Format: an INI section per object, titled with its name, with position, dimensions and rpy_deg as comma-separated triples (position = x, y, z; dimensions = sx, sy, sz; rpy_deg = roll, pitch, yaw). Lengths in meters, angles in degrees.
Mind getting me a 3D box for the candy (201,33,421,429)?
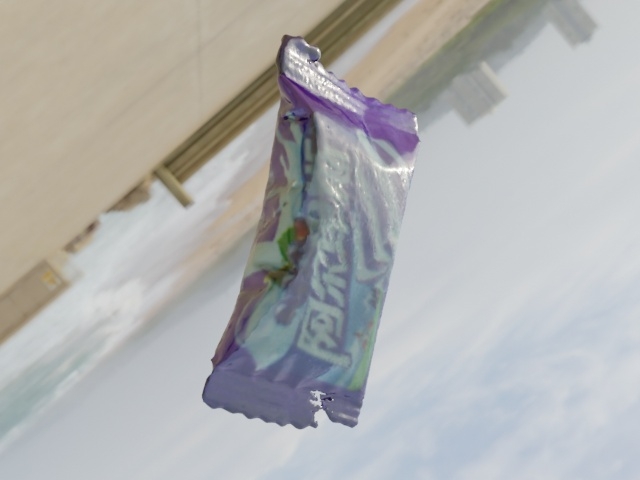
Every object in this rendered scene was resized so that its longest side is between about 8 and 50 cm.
[candy]
position = 0.000, 0.000, 0.761
dimensions = 0.070, 0.145, 0.275
rpy_deg = -1, -105, 54
